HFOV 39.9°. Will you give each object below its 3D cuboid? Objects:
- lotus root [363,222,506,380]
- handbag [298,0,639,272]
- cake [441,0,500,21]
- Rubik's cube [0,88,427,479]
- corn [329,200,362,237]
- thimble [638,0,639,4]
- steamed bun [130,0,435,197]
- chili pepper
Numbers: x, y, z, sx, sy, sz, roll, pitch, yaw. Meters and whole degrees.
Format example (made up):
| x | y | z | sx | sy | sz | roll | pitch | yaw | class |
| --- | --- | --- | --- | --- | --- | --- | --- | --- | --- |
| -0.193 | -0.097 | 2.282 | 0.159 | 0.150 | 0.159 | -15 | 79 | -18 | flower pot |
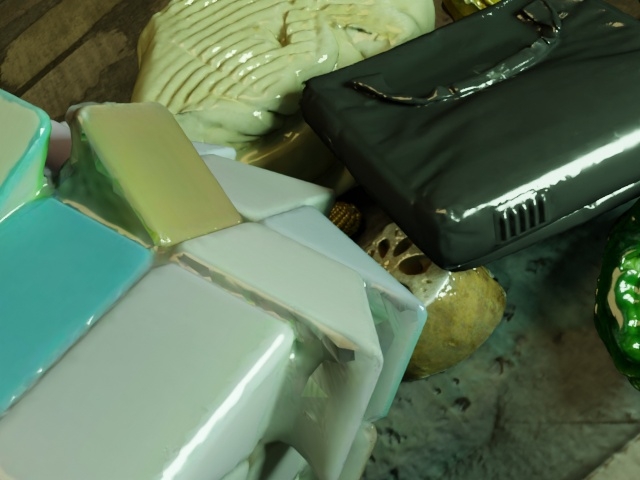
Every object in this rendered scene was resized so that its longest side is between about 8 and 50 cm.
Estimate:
| x | y | z | sx | sy | sz | roll | pitch | yaw | class |
| --- | --- | --- | --- | --- | --- | --- | --- | --- | --- |
| 0.075 | 0.046 | 0.688 | 0.122 | 0.081 | 0.112 | -43 | 44 | -3 | lotus root |
| 0.146 | -0.099 | 0.685 | 0.275 | 0.088 | 0.244 | -27 | 45 | -11 | handbag |
| 0.178 | -0.240 | 0.924 | 0.080 | 0.116 | 0.185 | -31 | 5 | 5 | cake |
| -0.135 | 0.098 | 0.576 | 0.387 | 0.368 | 0.358 | 28 | 112 | 19 | Rubik's cube |
| 0.000 | 0.000 | 0.830 | 0.092 | 0.037 | 0.037 | -44 | 36 | -1 | corn |
| 0.320 | -0.206 | 0.714 | 0.118 | 0.090 | 0.130 | -13 | 45 | 30 | thimble |
| -0.033 | -0.141 | 0.874 | 0.276 | 0.203 | 0.289 | 9 | 55 | 16 | steamed bun |
| 0.223 | 0.024 | 0.595 | 0.073 | 0.050 | 0.182 | 4 | 57 | 36 | chili pepper |
